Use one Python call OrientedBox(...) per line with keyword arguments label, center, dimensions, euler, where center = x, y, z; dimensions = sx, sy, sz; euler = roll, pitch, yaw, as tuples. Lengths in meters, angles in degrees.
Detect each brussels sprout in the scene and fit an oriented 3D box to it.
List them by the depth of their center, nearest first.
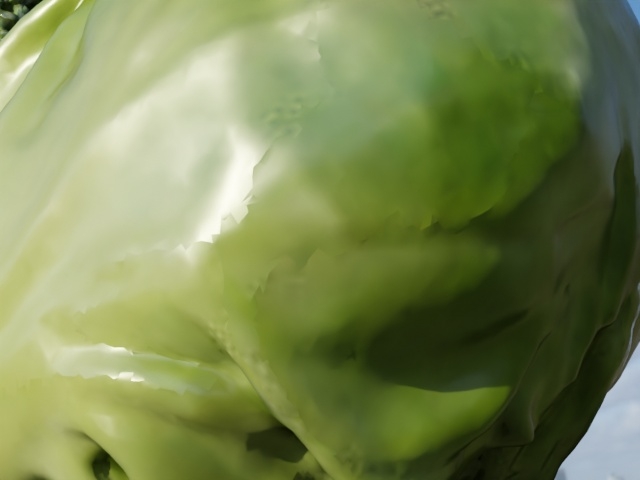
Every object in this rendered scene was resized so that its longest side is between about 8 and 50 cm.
OrientedBox(label="brussels sprout", center=(0.000, -0.019, 0.636), dimensions=(0.342, 0.361, 0.425), euler=(28, 18, 17))

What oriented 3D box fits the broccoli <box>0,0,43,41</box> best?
OrientedBox(label="broccoli", center=(-0.211, -0.202, 1.070), dimensions=(0.272, 0.334, 0.324), euler=(8, -25, -7))
